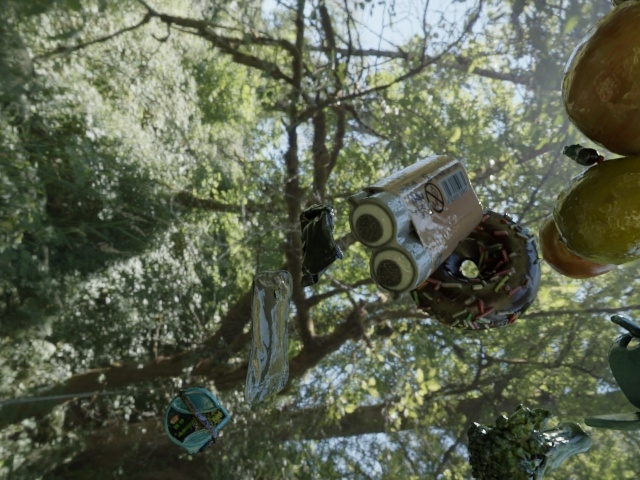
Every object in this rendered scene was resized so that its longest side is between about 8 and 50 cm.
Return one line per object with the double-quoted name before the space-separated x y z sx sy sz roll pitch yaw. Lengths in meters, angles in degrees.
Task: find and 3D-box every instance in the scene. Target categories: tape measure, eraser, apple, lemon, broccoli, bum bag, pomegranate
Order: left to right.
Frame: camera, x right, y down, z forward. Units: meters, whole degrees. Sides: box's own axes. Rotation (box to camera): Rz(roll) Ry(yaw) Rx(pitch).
"tape measure" -0.287 0.405 1.017 0.146 0.125 0.081 46 -21 10
"bum bag" 0.000 0.000 1.261 0.142 0.080 0.326 -34 -145 25
"eraser" 0.170 -0.041 0.735 0.087 0.290 0.171 -24 -85 41
"broccoli" 0.411 0.388 0.871 0.177 0.275 0.198 15 -54 63
"pomegranate" 0.864 0.000 1.481 0.264 0.264 0.264 180 -90 -68
"lemon" 0.724 -0.072 1.084 0.284 0.260 0.260 -4 -94 54
"apple" 0.799 -0.399 1.077 0.346 0.391 0.391 105 -25 -52

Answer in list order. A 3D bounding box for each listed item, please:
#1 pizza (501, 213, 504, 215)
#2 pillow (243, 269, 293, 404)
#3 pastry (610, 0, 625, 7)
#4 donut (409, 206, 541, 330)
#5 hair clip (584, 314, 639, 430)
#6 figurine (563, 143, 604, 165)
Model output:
"pizza" 0.566 0.042 1.362 0.127 0.058 0.246 -19 -113 40
"pillow" -0.085 0.159 0.755 0.033 0.130 0.217 2 -92 28
"pastry" 0.957 -0.738 1.177 0.388 0.313 0.388 168 -90 -88
"donut" 0.292 0.045 0.868 0.103 0.270 0.269 71 2 -54
"hair clip" 0.682 0.250 0.780 0.318 0.392 0.238 145 -39 -62
"figurine" 0.675 -0.222 1.151 0.106 0.060 0.047 -100 -162 -64
